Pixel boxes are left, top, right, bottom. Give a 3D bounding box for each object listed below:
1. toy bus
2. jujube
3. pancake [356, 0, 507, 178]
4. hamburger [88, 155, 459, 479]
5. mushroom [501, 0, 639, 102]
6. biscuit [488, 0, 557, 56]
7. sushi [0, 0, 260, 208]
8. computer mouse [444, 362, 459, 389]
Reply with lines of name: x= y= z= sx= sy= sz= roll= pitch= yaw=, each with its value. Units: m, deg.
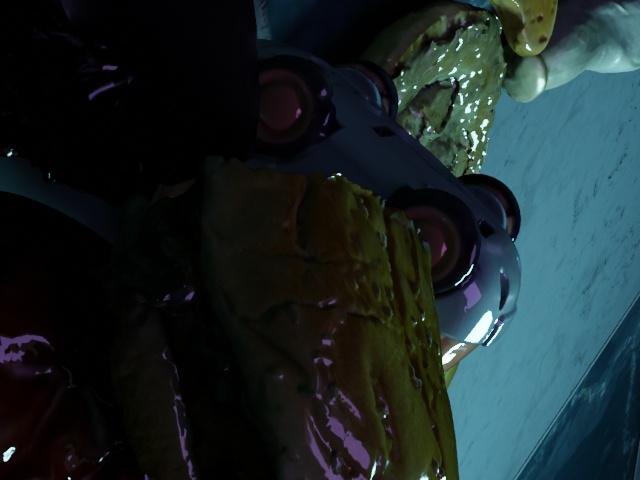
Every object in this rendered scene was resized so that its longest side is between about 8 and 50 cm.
toy bus: x=0.000 y=0.000 z=1.003 sx=0.232 sy=0.287 sz=0.194 roll=-51 pitch=171 yaw=19
jujube: x=-0.181 y=0.156 z=0.807 sx=0.276 sy=0.276 sz=0.377 roll=-46 pitch=133 yaw=-34
pancake: x=0.063 y=-0.042 z=1.278 sx=0.387 sy=0.082 sz=0.387 roll=-46 pitch=148 yaw=-41
hamburger: x=-0.003 y=0.089 z=0.741 sx=0.309 sy=0.132 sz=0.211 roll=44 pitch=35 yaw=-62
mushroom: x=0.302 y=-0.234 z=1.554 sx=0.351 sy=0.097 sz=0.109 roll=-22 pitch=129 yaw=-50
biscuit: x=0.127 y=-0.305 z=1.158 sx=0.339 sy=0.047 sz=0.216 roll=23 pitch=76 yaw=-54
sushi: x=-0.124 y=-0.105 z=0.788 sx=0.153 sy=0.150 sz=0.172 roll=-23 pitch=93 yaw=-46
computer mouse: x=0.099 y=0.149 z=1.536 sx=0.310 sy=0.072 sz=0.158 roll=-47 pitch=151 yaw=-34
